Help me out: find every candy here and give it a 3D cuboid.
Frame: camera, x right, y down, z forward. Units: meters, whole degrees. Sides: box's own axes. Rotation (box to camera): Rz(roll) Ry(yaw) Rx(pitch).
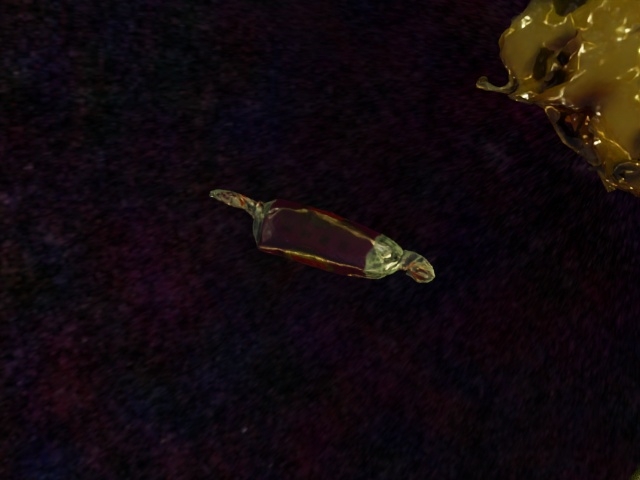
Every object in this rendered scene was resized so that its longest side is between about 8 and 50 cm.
[{"bbox_3d":[0.000,0.000,0.972,0.175,0.045,0.043,18,77,13],"label":"candy"}]

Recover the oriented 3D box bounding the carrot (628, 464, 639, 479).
[{"bbox_3d":[0.399,0.142,1.222,0.358,0.074,0.074,-35,87,-21],"label":"carrot"}]

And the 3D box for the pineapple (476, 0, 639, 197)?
[{"bbox_3d":[0.284,-0.032,0.552,0.344,0.209,0.286,-31,53,3],"label":"pineapple"}]
